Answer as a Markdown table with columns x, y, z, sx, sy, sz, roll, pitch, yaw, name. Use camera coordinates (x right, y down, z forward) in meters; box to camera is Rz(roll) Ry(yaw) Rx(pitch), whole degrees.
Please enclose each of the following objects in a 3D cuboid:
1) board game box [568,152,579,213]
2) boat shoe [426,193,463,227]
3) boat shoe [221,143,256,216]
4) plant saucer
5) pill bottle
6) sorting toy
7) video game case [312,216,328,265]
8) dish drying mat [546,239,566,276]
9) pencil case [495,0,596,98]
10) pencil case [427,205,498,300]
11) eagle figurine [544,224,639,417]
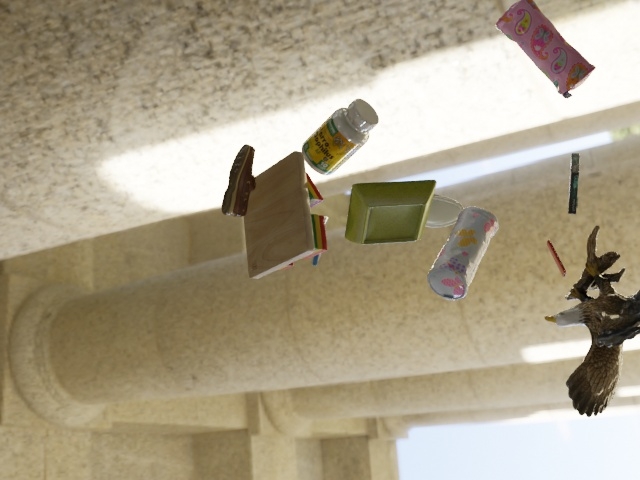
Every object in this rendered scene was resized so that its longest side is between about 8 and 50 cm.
| x | y | z | sx | sy | sz | roll | pitch | yaw | name |
| --- | --- | --- | --- | --- | --- | --- | --- | --- | --- |
| 0.733 | -0.167 | 2.313 | 0.186 | 0.026 | 0.126 | -53 | -37 | -61 | board game box |
| 0.295 | -0.105 | 2.512 | 0.091 | 0.305 | 0.109 | -80 | -10 | -65 | boat shoe |
| -0.185 | -0.141 | 1.905 | 0.060 | 0.064 | 0.177 | 12 | -80 | -27 | boat shoe |
| 0.157 | -0.051 | 1.773 | 0.188 | 0.188 | 0.045 | 96 | 168 | -51 | plant saucer |
| 0.054 | -0.273 | 2.095 | 0.118 | 0.208 | 0.117 | 28 | -139 | -28 | pill bottle |
| -0.086 | -0.056 | 2.000 | 0.089 | 0.257 | 0.255 | 6 | -110 | -36 | sorting toy |
| 0.000 | 0.000 | 2.245 | 0.166 | 0.015 | 0.119 | -66 | -13 | -81 | video game case |
| 0.525 | 0.040 | 1.779 | 0.032 | 0.008 | 0.083 | 66 | -178 | -67 | dish drying mat |
| 0.595 | -0.512 | 2.124 | 0.284 | 0.124 | 0.124 | 48 | -150 | 0 | pencil case |
| 0.380 | 0.032 | 2.131 | 0.273 | 0.114 | 0.124 | -55 | -23 | -38 | pencil case |
| 0.540 | 0.162 | 1.513 | 0.226 | 0.225 | 0.298 | 48 | -158 | -31 | eagle figurine |
